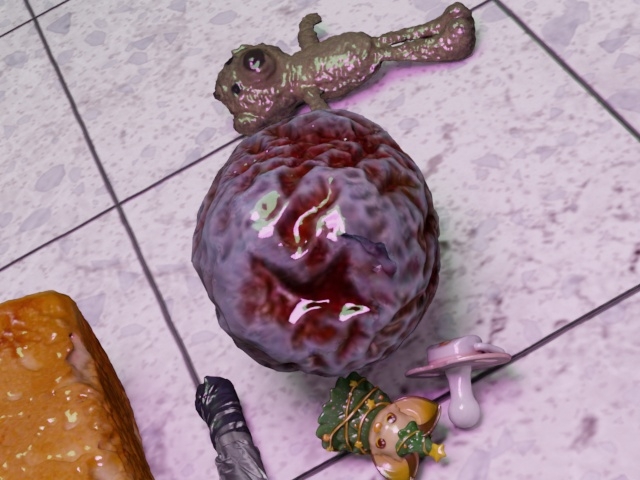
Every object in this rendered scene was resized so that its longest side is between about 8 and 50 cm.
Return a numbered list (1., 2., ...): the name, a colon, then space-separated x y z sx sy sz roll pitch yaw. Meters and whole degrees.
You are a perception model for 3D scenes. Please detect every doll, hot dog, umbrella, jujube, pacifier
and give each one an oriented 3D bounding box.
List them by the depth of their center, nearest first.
1. hot dog: -0.252 0.232 1.211 0.223 0.185 0.405 -27 40 -2
2. doll: 0.058 0.165 1.227 0.113 0.076 0.078 22 85 9
3. pacifier: 0.125 0.124 1.227 0.099 0.081 0.078 -22 68 43
4. umbrella: -0.075 0.198 1.263 0.050 0.046 0.188 -37 43 9
5. jujube: 0.000 0.000 1.271 0.226 0.226 0.317 -23 15 4
6. doll: 0.024 -0.196 1.601 0.286 0.091 0.202 9 63 21
